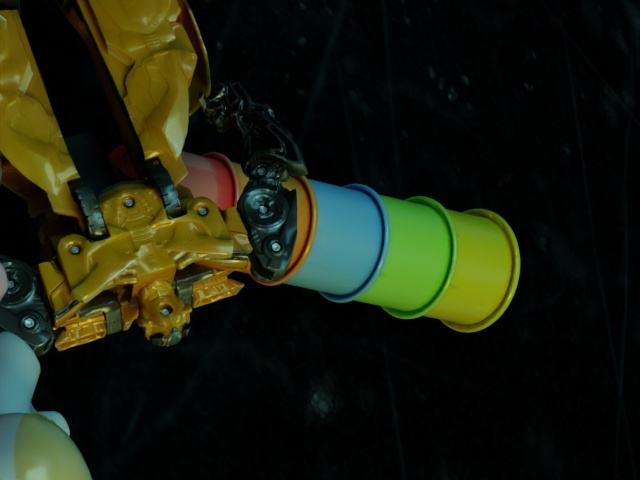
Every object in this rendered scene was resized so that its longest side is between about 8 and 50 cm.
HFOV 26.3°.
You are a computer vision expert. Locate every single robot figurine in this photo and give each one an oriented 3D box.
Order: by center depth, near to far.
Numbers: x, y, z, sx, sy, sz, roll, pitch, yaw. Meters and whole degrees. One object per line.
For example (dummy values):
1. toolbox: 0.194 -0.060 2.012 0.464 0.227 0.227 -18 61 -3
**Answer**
1. robot figurine: -0.133 -0.068 0.771 0.211 0.085 0.291 -17 71 -19

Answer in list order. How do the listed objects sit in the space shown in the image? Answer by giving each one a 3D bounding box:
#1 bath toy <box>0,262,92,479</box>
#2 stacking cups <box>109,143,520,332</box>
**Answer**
1. bath toy: -0.186 0.044 0.579 0.129 0.151 0.348 -43 129 -37
2. stacking cups: 0.000 0.000 0.926 0.316 0.096 0.096 11 61 -41
